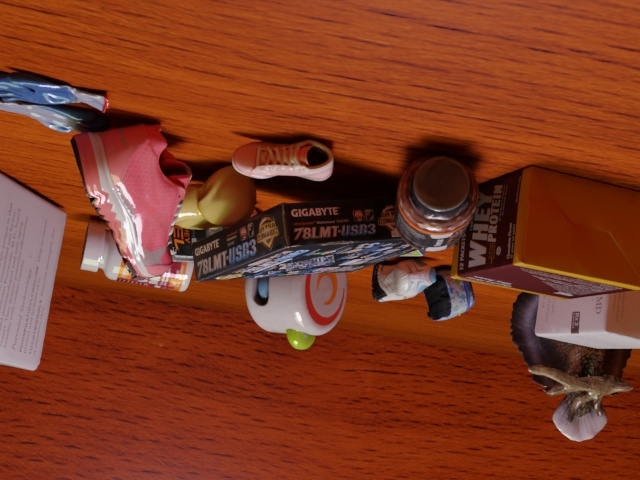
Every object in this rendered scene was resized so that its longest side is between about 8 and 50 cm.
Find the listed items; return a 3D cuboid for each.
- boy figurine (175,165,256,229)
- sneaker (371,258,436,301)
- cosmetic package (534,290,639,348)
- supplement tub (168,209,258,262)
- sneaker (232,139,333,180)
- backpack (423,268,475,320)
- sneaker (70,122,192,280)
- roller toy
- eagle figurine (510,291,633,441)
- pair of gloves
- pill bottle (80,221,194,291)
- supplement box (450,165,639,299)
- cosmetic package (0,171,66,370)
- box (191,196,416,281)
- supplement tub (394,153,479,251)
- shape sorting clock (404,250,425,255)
[{"bbox_3d":[-0.211,-0.064,1.593,0.177,0.092,0.285,18,165,-41],"label":"boy figurine"},{"bbox_3d":[0.165,0.084,2.141,0.086,0.085,0.237,3,175,-18],"label":"sneaker"},{"bbox_3d":[0.493,0.103,1.793,0.151,0.151,0.184,13,167,-25],"label":"cosmetic package"},{"bbox_3d":[-0.205,-0.019,1.759,0.190,0.117,0.117,2,168,27],"label":"supplement tub"},{"bbox_3d":[-0.046,-0.109,1.338,0.134,0.051,0.070,6,168,-7],"label":"sneaker"},{"bbox_3d":[0.268,0.108,2.138,0.084,0.105,0.114,-12,175,-18],"label":"backpack"},{"bbox_3d":[-0.234,-0.049,1.442,0.136,0.116,0.314,-21,148,-4],"label":"sneaker"},{"bbox_3d":[-0.050,0.086,2.014,0.146,0.209,0.191,1,129,32],"label":"roller toy"},{"bbox_3d":[0.507,0.211,2.005,0.226,0.225,0.298,50,-163,-16],"label":"eagle figurine"},{"bbox_3d":[-0.346,-0.170,1.308,0.159,0.023,0.198,10,169,-11],"label":"pair of gloves"},{"bbox_3d":[-0.377,0.030,2.139,0.221,0.121,0.121,11,169,-16],"label":"pill bottle"},{"bbox_3d":[0.311,-0.003,1.412,0.191,0.129,0.194,11,169,-18],"label":"supplement box"},{"bbox_3d":[-0.711,0.039,1.875,0.330,0.327,0.393,6,168,12],"label":"cosmetic package"},{"bbox_3d":[0.000,0.000,1.548,0.293,0.073,0.295,-2,169,-32],"label":"box"},{"bbox_3d":[0.150,-0.050,1.348,0.106,0.106,0.198,7,170,4],"label":"supplement tub"},{"bbox_3d":[0.091,-0.016,1.755,0.206,0.040,0.206,10,158,4],"label":"shape sorting clock"}]
